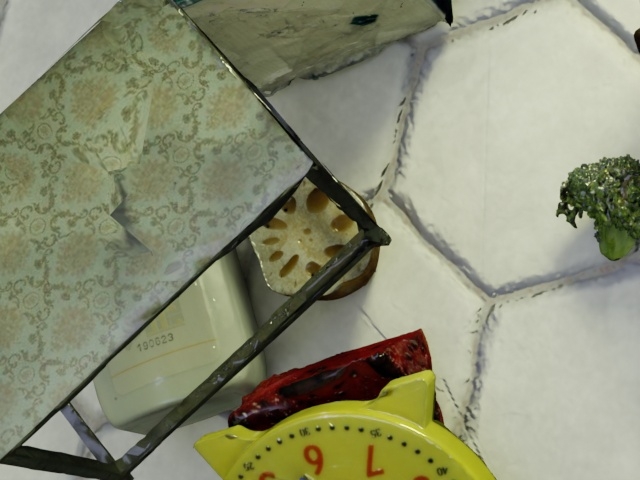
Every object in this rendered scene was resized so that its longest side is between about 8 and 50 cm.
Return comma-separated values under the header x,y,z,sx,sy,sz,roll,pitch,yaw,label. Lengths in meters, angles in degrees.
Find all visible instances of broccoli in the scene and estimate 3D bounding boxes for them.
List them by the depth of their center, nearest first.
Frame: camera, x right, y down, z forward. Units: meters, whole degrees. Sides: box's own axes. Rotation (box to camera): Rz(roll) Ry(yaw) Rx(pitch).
x,y,z,sx,sy,sz,roll,pitch,yaw,label
0.263,-0.027,1.361,0.095,0.097,0.092,-128,30,-45,broccoli

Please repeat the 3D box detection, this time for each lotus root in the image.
x,y,z,sx,sy,sz,roll,pitch,yaw,label
0.003,-0.001,1.472,0.112,0.081,0.122,-26,70,19,lotus root

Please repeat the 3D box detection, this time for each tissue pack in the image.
x,y,z,sx,sy,sz,roll,pitch,yaw,label
-0.054,-0.376,1.464,0.253,0.264,0.417,-20,74,17,tissue pack

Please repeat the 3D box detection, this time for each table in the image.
x,y,z,sx,sy,sz,roll,pitch,yaw,label
-0.157,0.008,1.334,0.335,0.272,0.222,-42,70,3,table

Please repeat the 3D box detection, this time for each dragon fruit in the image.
x,y,z,sx,sy,sz,roll,pitch,yaw,label
0.010,0.154,1.416,0.192,0.122,0.092,-18,90,11,dragon fruit

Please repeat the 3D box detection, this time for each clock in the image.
x,y,z,sx,sy,sz,roll,pitch,yaw,label
0.031,0.274,1.358,0.277,0.071,0.293,-25,94,23,clock

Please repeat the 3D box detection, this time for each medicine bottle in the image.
x,y,z,sx,sy,sz,roll,pitch,yaw,label
-0.161,0.028,1.533,0.161,0.111,0.296,-22,74,12,medicine bottle

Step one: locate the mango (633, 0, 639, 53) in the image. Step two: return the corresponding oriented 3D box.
x,y,z,sx,sy,sz,roll,pitch,yaw,label
0.447,-0.232,1.213,0.445,0.220,0.301,-39,73,11,mango
